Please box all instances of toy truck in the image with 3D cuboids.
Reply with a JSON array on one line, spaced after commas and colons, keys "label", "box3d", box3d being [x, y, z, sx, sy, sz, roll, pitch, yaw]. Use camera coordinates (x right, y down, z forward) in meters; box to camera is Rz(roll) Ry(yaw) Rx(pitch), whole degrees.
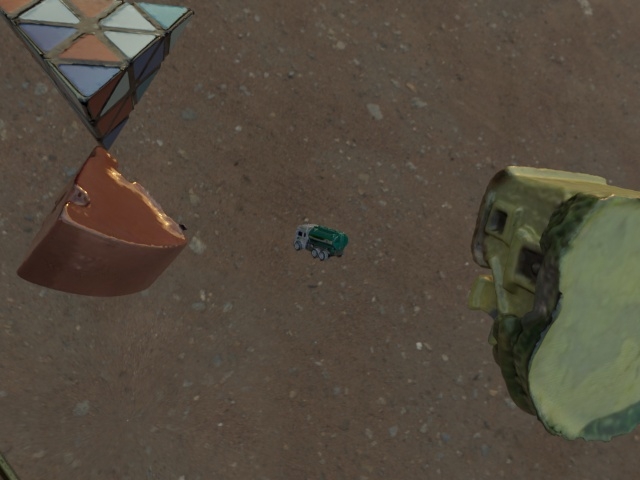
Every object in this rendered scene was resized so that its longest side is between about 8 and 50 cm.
[{"label": "toy truck", "box3d": [0.000, 0.000, 0.660, 0.039, 0.083, 0.044, -7, 109, -44]}]

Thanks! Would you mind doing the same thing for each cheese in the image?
[{"label": "cheese", "box3d": [-0.313, -0.017, 0.640, 0.203, 0.128, 0.177, 48, 18, -2]}]

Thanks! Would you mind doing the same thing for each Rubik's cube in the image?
[{"label": "Rubik's cube", "box3d": [-0.323, -0.202, 0.663, 0.284, 0.250, 0.234, 2, 33, -23]}]

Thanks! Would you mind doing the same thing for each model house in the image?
[{"label": "model house", "box3d": [0.301, 0.053, 0.630, 0.261, 0.266, 0.321, 3, 108, -20]}]

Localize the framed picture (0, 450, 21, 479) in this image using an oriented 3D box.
[{"label": "framed picture", "box3d": [-0.413, 0.185, 0.487, 0.247, 0.335, 0.022, 28, 55, 29]}]
